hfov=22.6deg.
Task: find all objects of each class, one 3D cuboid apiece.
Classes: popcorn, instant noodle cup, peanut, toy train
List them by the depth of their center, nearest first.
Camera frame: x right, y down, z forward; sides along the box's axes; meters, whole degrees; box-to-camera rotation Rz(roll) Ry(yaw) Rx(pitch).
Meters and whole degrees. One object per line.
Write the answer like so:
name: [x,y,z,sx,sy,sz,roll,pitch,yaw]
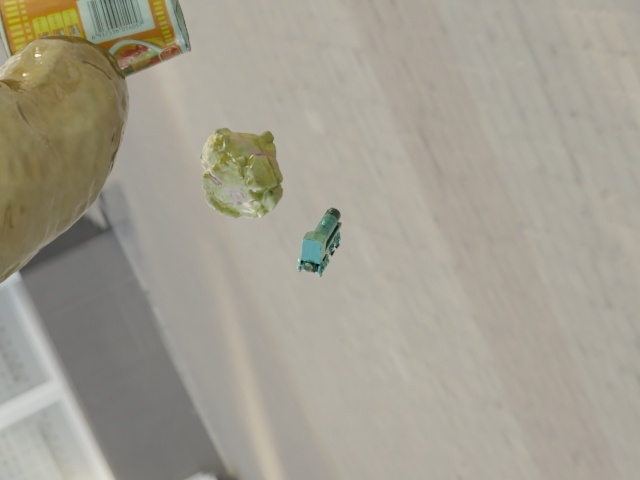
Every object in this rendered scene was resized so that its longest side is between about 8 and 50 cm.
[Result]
toy train: [0.000,0.000,1.536,0.092,0.029,0.045,-59,-21,-59]
peanut: [-0.314,-0.079,1.549,0.169,0.387,0.192,-17,110,36]
instant noodle cup: [-0.246,-0.239,1.760,0.168,0.185,0.168,-15,-90,-90]
popcorn: [-0.091,-0.077,1.846,0.109,0.089,0.097,38,125,-3]
